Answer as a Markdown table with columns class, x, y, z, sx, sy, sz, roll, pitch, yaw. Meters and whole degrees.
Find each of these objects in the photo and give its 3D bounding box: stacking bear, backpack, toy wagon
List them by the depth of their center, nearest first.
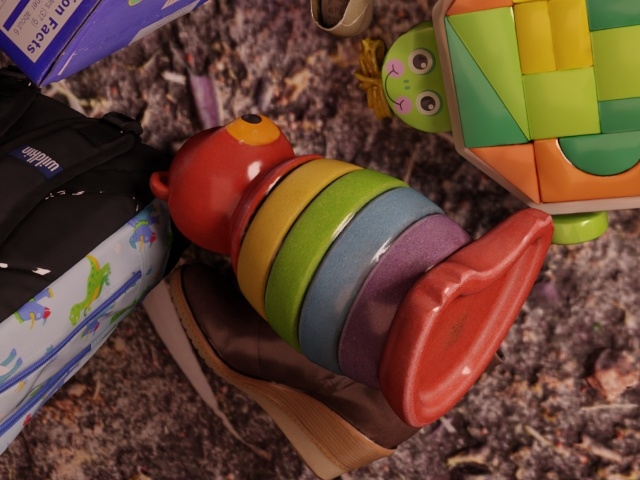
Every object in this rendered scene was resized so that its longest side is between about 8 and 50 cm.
| class | x | y | z | sx | sy | sz | roll | pitch | yaw |
| --- | --- | --- | --- | --- | --- | --- | --- | --- | --- |
| toy wagon | 0.183 | -0.125 | 0.730 | 0.345 | 0.068 | 0.267 | -4 | 112 | 22 |
| stacking bear | 0.000 | 0.000 | 0.789 | 0.289 | 0.175 | 0.164 | 33 | 129 | 26 |
| backpack | -0.307 | 0.041 | 0.825 | 0.290 | 0.355 | 0.273 | 25 | 121 | 8 |

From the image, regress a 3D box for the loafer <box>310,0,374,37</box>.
| class | x | y | z | sx | sy | sz | roll | pitch | yaw |
| --- | --- | --- | --- | --- | --- | --- | --- | --- | --- |
| loafer | 0.017 | -0.220 | 0.758 | 0.056 | 0.050 | 0.148 | 4 | 115 | 19 |

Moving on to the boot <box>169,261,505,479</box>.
| class | x | y | z | sx | sy | sz | roll | pitch | yaw |
| --- | --- | --- | --- | --- | --- | --- | --- | --- | --- |
| boot | 0.011 | 0.068 | 0.894 | 0.207 | 0.090 | 0.248 | -41 | 91 | 16 |

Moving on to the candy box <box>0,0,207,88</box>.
| class | x | y | z | sx | sy | sz | roll | pitch | yaw |
| --- | --- | --- | --- | --- | --- | --- | --- | --- | --- |
| candy box | -0.194 | -0.287 | 0.681 | 0.317 | 0.268 | 0.122 | 46 | 124 | -5 |
